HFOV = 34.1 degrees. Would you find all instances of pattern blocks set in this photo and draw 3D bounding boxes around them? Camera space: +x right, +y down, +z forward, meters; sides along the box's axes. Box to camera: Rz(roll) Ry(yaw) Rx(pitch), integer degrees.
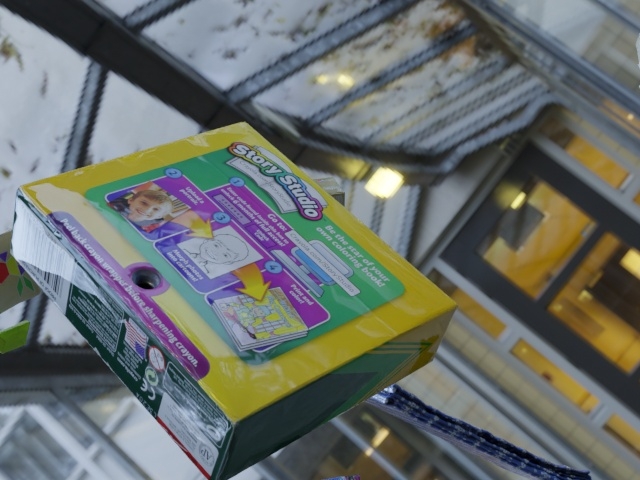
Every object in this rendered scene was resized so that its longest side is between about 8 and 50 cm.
[{"bbox_3d":[-0.603,0.067,1.898,0.325,0.026,0.285,-15,-77,-36],"label":"pattern blocks set"}]

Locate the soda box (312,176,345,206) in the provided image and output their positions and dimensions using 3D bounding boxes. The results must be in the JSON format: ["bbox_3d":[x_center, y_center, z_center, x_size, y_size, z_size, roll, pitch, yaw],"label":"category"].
[{"bbox_3d":[0.000,0.000,1.554,0.058,0.061,0.181,-7,-61,-16],"label":"soda box"}]

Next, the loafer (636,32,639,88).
[{"bbox_3d":[0.468,-0.184,1.340,0.102,0.268,0.092,-2,-11,-8],"label":"loafer"}]

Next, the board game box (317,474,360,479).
[{"bbox_3d":[0.008,0.323,1.218,0.090,0.090,0.020,-9,-41,1],"label":"board game box"}]

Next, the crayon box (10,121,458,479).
[{"bbox_3d":[-0.093,0.041,1.106,0.313,0.363,0.106,-22,-37,-40],"label":"crayon box"}]

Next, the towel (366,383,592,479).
[{"bbox_3d":[0.187,0.260,1.448,0.040,0.336,0.243,-65,17,-10],"label":"towel"}]
